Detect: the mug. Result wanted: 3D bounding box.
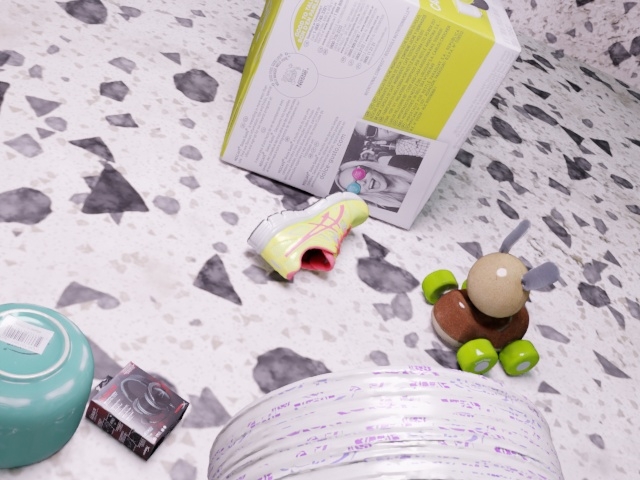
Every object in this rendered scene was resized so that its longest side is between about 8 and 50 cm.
[{"bbox_3d":[-0.278,0.121,0.602,0.157,0.097,0.129,-15,55,-43],"label":"mug"}]

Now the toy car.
[{"bbox_3d":[0.250,0.066,0.938,0.148,0.188,0.155,5,43,-29],"label":"toy car"}]

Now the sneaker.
[{"bbox_3d":[0.000,0.000,0.955,0.208,0.081,0.094,-23,67,-39],"label":"sneaker"}]

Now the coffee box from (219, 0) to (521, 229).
[{"bbox_3d":[0.063,-0.291,1.109,0.334,0.338,0.338,19,37,-13],"label":"coffee box"}]

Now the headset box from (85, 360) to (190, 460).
[{"bbox_3d":[-0.181,0.162,0.673,0.083,0.032,0.062,35,37,5],"label":"headset box"}]

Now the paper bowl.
[{"bbox_3d":[0.052,0.231,0.535,0.284,0.284,0.148,15,43,-19],"label":"paper bowl"}]
